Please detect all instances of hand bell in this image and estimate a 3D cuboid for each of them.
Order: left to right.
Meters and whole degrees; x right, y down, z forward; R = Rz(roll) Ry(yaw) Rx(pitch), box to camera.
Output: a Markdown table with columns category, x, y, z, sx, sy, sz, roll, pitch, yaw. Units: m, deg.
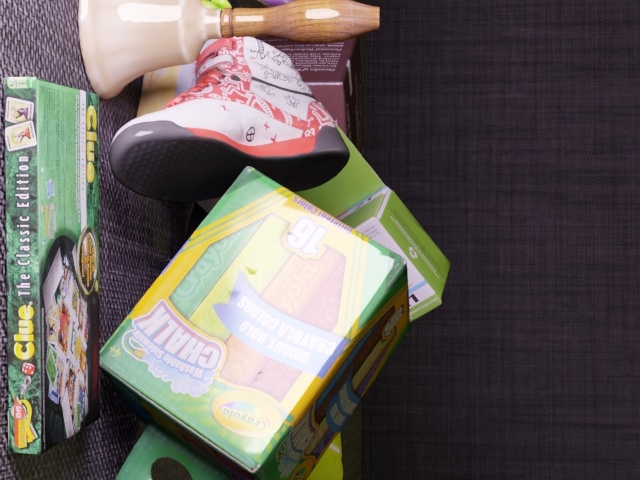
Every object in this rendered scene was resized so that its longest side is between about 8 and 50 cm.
| category | x | y | z | sx | sy | sz | roll | pitch | yaw |
| --- | --- | --- | --- | --- | --- | --- | --- | --- | --- |
| hand bell | -0.070 | -0.183 | 1.003 | 0.126 | 0.241 | 0.126 | 1 | 90 | -83 |

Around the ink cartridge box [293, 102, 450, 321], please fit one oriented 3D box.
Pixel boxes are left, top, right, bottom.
| category | x | y | z | sx | sy | sz | roll | pitch | yaw |
| --- | --- | --- | --- | --- | --- | --- | --- | --- | --- |
| ink cartridge box | 0.000 | 0.000 | 1.383 | 0.255 | 0.188 | 0.097 | 50 | 27 | -15 |

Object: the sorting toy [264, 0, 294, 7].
| category | x | y | z | sx | sy | sz | roll | pitch | yaw |
| --- | --- | --- | --- | --- | --- | --- | --- | --- | --- |
| sorting toy | -0.031 | -0.462 | 1.430 | 0.127 | 0.126 | 0.366 | 8 | 69 | -45 |

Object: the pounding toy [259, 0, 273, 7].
| category | x | y | z | sx | sy | sz | roll | pitch | yaw |
| --- | --- | --- | --- | --- | --- | --- | --- | --- | --- |
| pounding toy | -0.071 | -0.423 | 1.539 | 0.181 | 0.094 | 0.206 | 24 | 58 | -39 |

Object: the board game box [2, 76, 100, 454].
| category | x | y | z | sx | sy | sz | roll | pitch | yaw |
| --- | --- | --- | --- | --- | --- | --- | --- | --- | --- |
| board game box | -0.195 | 0.015 | 0.871 | 0.136 | 0.030 | 0.260 | -9 | 99 | -80 |

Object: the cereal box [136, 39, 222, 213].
| category | x | y | z | sx | sy | sz | roll | pitch | yaw |
| --- | --- | --- | --- | --- | --- | --- | --- | --- | --- |
| cereal box | -0.103 | -0.113 | 1.230 | 0.240 | 0.047 | 0.173 | 48 | 39 | -49 |

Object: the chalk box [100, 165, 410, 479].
| category | x | y | z | sx | sy | sz | roll | pitch | yaw |
| --- | --- | --- | --- | --- | --- | --- | --- | --- | --- |
| chalk box | -0.069 | 0.118 | 1.055 | 0.289 | 0.180 | 0.179 | -54 | 161 | -18 |

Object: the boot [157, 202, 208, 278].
| category | x | y | z | sx | sy | sz | roll | pitch | yaw |
| --- | --- | --- | --- | --- | --- | --- | --- | --- | --- |
| boot | -0.127 | 0.014 | 1.241 | 0.137 | 0.076 | 0.198 | 55 | 34 | -68 |

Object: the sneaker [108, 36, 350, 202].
| category | x | y | z | sx | sy | sz | roll | pitch | yaw |
| --- | --- | --- | --- | --- | --- | --- | --- | --- | --- |
| sneaker | -0.103 | -0.118 | 1.089 | 0.270 | 0.090 | 0.145 | -3 | 56 | -45 |

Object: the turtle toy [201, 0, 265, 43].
| category | x | y | z | sx | sy | sz | roll | pitch | yaw |
| --- | --- | --- | --- | --- | --- | --- | --- | --- | --- |
| turtle toy | -0.116 | -0.223 | 1.287 | 0.130 | 0.095 | 0.066 | 74 | 39 | -63 |

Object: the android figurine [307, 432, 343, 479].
| category | x | y | z | sx | sy | sz | roll | pitch | yaw |
| --- | --- | --- | --- | --- | --- | --- | --- | --- | --- |
| android figurine | -0.040 | 0.229 | 1.558 | 0.248 | 0.056 | 0.273 | 39 | 35 | -48 |

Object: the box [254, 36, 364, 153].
| category | x | y | z | sx | sy | sz | roll | pitch | yaw |
| --- | --- | --- | --- | --- | --- | --- | --- | --- | --- |
| box | -0.036 | -0.166 | 1.544 | 0.203 | 0.167 | 0.169 | -77 | 165 | -60 |
